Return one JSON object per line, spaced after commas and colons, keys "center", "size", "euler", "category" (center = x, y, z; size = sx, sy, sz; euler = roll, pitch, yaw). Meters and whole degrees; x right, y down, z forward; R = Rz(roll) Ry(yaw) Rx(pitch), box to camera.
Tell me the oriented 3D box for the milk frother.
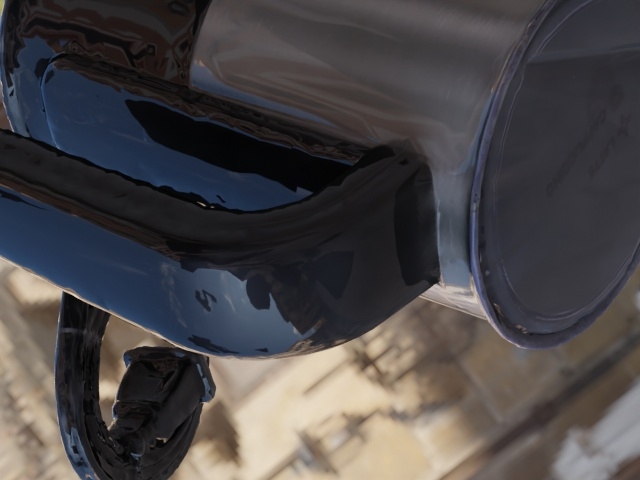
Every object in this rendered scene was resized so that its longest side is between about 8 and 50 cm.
{"center": [0.000, 0.000, 0.445], "size": [0.135, 0.129, 0.143], "euler": [20, 149, 35], "category": "milk frother"}
